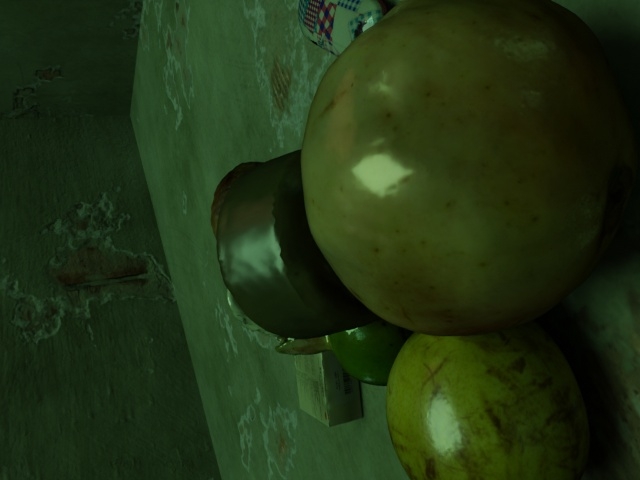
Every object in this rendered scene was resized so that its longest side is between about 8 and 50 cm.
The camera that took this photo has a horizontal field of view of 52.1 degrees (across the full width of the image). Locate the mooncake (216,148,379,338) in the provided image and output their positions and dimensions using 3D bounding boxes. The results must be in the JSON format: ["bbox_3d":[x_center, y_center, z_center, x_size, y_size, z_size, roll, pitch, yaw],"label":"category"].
[{"bbox_3d":[0.000,0.000,0.965,0.155,0.284,0.285,-19,79,42],"label":"mooncake"}]

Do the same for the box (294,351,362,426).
[{"bbox_3d":[0.013,0.303,1.531,0.168,0.095,0.212,-174,77,-66],"label":"box"}]

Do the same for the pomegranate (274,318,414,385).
[{"bbox_3d":[0.064,0.151,1.155,0.236,0.301,0.236,-12,-90,-89],"label":"pomegranate"}]

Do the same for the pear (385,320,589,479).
[{"bbox_3d":[0.218,0.228,0.882,0.280,0.280,0.281,29,122,60],"label":"pear"}]

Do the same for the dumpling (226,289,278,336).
[{"bbox_3d":[-0.124,0.122,1.657,0.318,0.187,0.243,45,-140,-64],"label":"dumpling"}]

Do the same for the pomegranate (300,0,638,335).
[{"bbox_3d":[0.157,-0.086,0.785,0.411,0.411,0.412,29,122,60],"label":"pomegranate"}]

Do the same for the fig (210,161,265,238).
[{"bbox_3d":[-0.062,-0.076,1.499,0.368,0.286,0.286,-21,76,32],"label":"fig"}]

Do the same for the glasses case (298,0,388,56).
[{"bbox_3d":[0.039,-0.435,1.290,0.327,0.076,0.125,47,136,50],"label":"glasses case"}]
